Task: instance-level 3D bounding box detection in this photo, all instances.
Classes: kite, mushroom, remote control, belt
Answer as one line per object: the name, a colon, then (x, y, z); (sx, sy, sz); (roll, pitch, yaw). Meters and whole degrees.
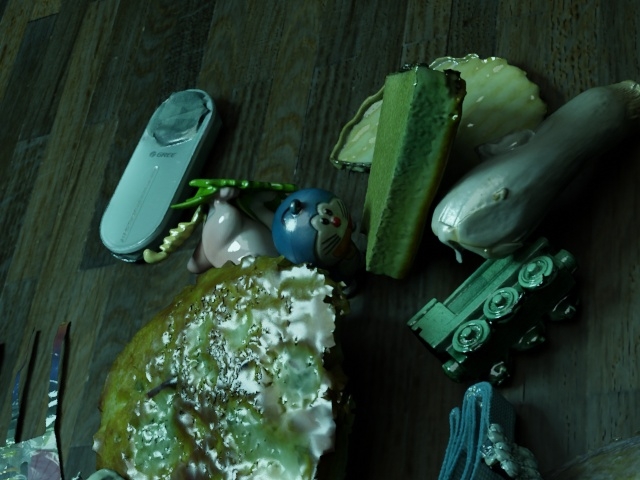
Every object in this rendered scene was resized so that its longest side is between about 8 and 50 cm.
kite: (-0.374, 0.259, 1.554); (0.204, 0.022, 0.360); (-19, 51, 21)
mushroom: (0.224, -0.075, 1.301); (0.278, 0.096, 0.099); (-39, 53, -17)
remote control: (-0.200, -0.085, 1.662); (0.104, 0.052, 0.247); (5, 62, 35)
belt: (0.154, 0.185, 1.175); (0.100, 0.065, 0.179); (-41, 17, 28)

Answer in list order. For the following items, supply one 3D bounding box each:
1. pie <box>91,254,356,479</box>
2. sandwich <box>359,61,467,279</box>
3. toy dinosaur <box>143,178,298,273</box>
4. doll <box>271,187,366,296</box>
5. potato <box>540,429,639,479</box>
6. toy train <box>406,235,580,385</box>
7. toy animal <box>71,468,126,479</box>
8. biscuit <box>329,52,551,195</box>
pie: (-0.092, 0.168, 1.329); (0.354, 0.103, 0.288); (-28, 60, 30)
sandwich: (0.090, -0.065, 1.315); (0.063, 0.245, 0.212); (9, 94, -3)
toy dinosaur: (-0.080, 0.021, 1.481); (0.194, 0.152, 0.177); (4, 90, 29)
doll: (0.000, 0.000, 1.395); (0.085, 0.152, 0.114); (4, 59, 28)
potato: (0.263, 0.237, 1.110); (0.261, 0.100, 0.120); (-28, 8, 37)
toy train: (0.175, 0.065, 1.292); (0.170, 0.071, 0.111); (-44, 36, -4)
toy animal: (-0.247, 0.328, 1.331); (0.121, 0.094, 0.225); (52, 128, 37)
biscuit: (0.153, -0.130, 1.468); (0.273, 0.036, 0.187); (20, 72, 42)
